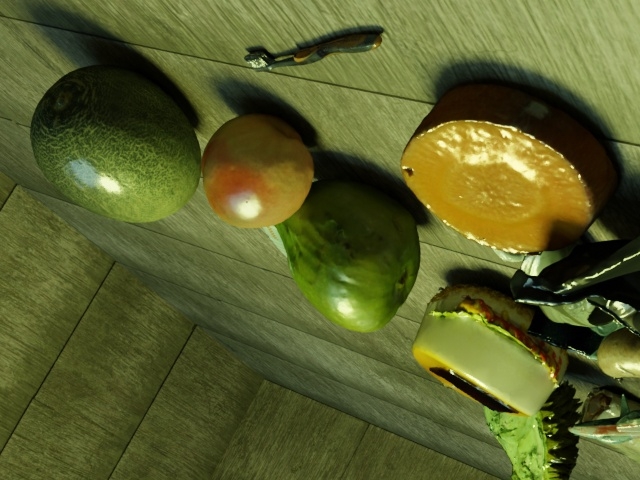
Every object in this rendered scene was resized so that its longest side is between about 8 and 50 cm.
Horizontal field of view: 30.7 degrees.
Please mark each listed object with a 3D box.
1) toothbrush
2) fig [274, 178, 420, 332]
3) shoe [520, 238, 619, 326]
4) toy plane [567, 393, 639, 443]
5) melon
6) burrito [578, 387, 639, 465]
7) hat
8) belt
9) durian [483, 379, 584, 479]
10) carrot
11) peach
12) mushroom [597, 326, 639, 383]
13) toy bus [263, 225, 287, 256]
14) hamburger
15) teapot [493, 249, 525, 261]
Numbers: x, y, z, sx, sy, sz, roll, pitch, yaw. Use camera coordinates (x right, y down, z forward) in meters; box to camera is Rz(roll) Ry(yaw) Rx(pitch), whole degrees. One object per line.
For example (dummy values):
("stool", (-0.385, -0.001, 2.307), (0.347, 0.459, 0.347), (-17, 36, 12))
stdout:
("toothbrush", (-0.013, -0.241, 1.507), (0.031, 0.023, 0.321), (34, 165, -30))
("fig", (0.015, -0.002, 1.878), (0.314, 0.233, 0.233), (33, 165, 2))
("shoe", (0.363, 0.055, 1.669), (0.098, 0.103, 0.275), (18, 168, 33))
("toy plane", (0.595, 0.315, 2.043), (0.326, 0.104, 0.223), (-1, 150, 32))
("melon", (-0.336, -0.157, 1.963), (0.249, 0.248, 0.329), (18, 169, 35))
("burrito", (0.653, 0.394, 2.261), (0.299, 0.105, 0.143), (30, 161, 2))
("hat", (0.460, 0.038, 1.411), (0.366, 0.257, 0.381), (29, 128, -10))
("belt", (0.431, 0.149, 1.853), (0.198, 0.078, 0.151), (20, 178, 26))
("durian", (0.391, 0.343, 2.228), (0.163, 0.198, 0.394), (37, -156, -35))
("carrot", (0.232, -0.085, 1.436), (0.258, 0.100, 0.307), (24, 163, 6))
("peach", (-0.099, -0.111, 1.809), (0.184, 0.184, 0.184), (27, 165, 8))
("mushroom", (0.545, 0.173, 1.634), (0.286, 0.156, 0.151), (16, 157, 3))
("toy bus", (-0.049, -0.021, 2.183), (0.087, 0.089, 0.194), (20, 162, 30))
("hamburger", (0.305, 0.190, 2.072), (0.276, 0.179, 0.294), (33, 168, -4))
("teapot", (0.291, 0.002, 1.708), (0.083, 0.064, 0.064), (-4, 171, 0))
